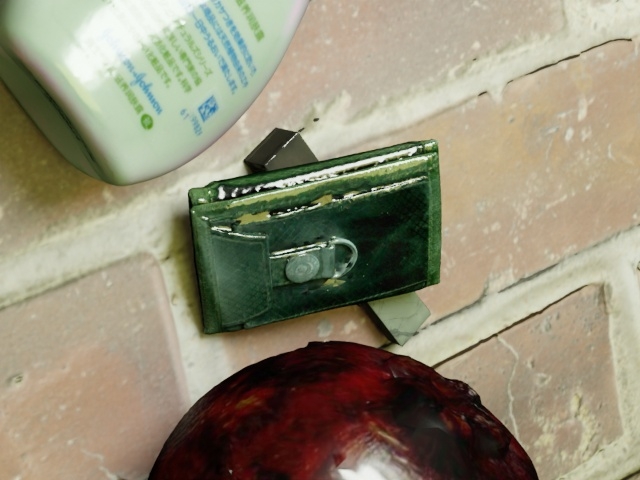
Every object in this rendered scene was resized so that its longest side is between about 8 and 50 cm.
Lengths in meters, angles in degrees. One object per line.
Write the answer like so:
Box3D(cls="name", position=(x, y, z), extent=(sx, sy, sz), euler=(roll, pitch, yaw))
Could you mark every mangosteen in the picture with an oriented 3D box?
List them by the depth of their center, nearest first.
Box3D(cls="mangosteen", position=(0.025, 0.300, 1.284), extent=(0.381, 0.381, 0.421), euler=(-12, 119, -30))

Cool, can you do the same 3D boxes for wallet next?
Box3D(cls="wallet", position=(0.001, 0.001, 1.328), extent=(0.236, 0.055, 0.160), euler=(-11, 126, -10))

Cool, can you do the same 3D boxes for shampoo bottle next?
Box3D(cls="shampoo bottle", position=(-0.098, -0.215, 1.199), extent=(0.349, 0.151, 0.222), euler=(-43, 115, -16))

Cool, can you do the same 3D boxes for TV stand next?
Box3D(cls="TV stand", position=(0.021, 0.000, 1.395), extent=(0.049, 0.040, 0.256), euler=(-48, 122, -15))
